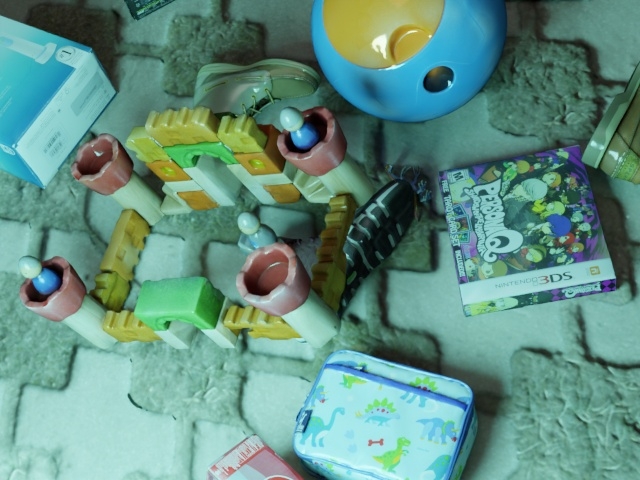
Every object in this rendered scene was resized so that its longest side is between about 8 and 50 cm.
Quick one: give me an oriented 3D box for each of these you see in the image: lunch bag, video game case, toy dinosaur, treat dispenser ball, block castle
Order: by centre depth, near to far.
[{"bbox_3d":[0.084,0.239,1.520,0.219,0.090,0.176,16,60,21],"label":"lunch bag"},{"bbox_3d":[-0.174,-0.022,1.609,0.453,0.213,0.303,-3,57,32],"label":"block castle"},{"bbox_3d":[0.285,-0.016,1.660,0.210,0.042,0.232,-10,56,6],"label":"video game case"},{"bbox_3d":[0.130,-0.318,1.744,0.288,0.288,0.288,-6,57,10],"label":"treat dispenser ball"},{"bbox_3d":[0.122,-0.082,1.745,0.082,0.047,0.090,14,71,42],"label":"toy dinosaur"}]

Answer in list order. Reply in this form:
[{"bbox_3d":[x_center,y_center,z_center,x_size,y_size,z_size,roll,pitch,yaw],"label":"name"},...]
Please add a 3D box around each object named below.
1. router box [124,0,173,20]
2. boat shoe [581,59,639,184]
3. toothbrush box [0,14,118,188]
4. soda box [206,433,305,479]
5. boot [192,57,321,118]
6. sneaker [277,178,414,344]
[{"bbox_3d":[-0.289,-0.448,2.047,0.122,0.092,0.038,-29,56,-6],"label":"router box"},{"bbox_3d":[0.487,-0.203,1.702,0.104,0.110,0.307,29,69,13],"label":"boat shoe"},{"bbox_3d":[-0.525,-0.244,1.953,0.295,0.126,0.216,22,66,24],"label":"toothbrush box"},{"bbox_3d":[-0.025,0.360,1.439,0.083,0.092,0.263,-34,62,-31],"label":"soda box"},{"bbox_3d":[-0.112,-0.202,1.856,0.213,0.077,0.165,1,58,20],"label":"boot"},{"bbox_3d":[0.000,0.000,1.684,0.162,0.106,0.281,27,68,30],"label":"sneaker"}]
